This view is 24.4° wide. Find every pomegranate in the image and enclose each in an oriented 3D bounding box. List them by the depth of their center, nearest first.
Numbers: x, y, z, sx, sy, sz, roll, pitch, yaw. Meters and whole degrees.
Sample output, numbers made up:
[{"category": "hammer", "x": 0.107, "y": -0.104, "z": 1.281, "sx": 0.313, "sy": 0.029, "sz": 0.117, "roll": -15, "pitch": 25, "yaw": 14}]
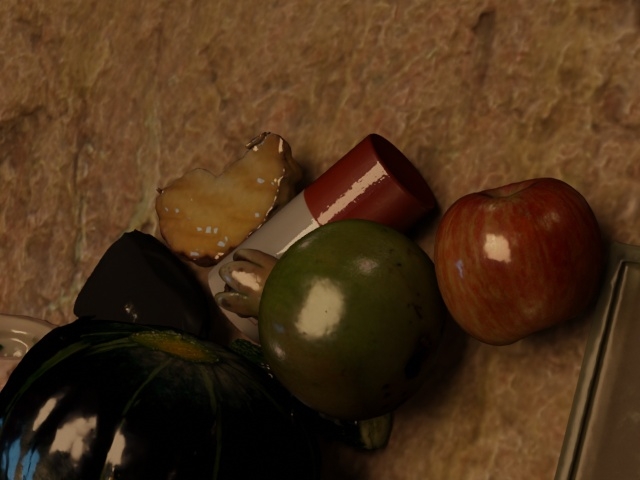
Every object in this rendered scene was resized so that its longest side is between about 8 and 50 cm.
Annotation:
[{"category": "pomegranate", "x": 0.008, "y": 0.057, "z": 1.296, "sx": 0.210, "sy": 0.179, "sz": 0.179, "roll": 31, "pitch": 94, "yaw": 4}]

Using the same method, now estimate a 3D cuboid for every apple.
[{"category": "apple", "x": 0.167, "y": 0.018, "z": 1.254, "sx": 0.146, "sy": 0.146, "sz": 0.131, "roll": -10, "pitch": 94, "yaw": 33}]

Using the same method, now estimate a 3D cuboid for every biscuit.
[{"category": "biscuit", "x": -0.090, "y": -0.028, "z": 1.513, "sx": 0.183, "sy": 0.061, "sz": 0.118, "roll": -19, "pitch": 65, "yaw": 32}]

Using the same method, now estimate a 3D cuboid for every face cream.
[{"category": "face cream", "x": 0.000, "y": 0.000, "z": 1.413, "sx": 0.214, "sy": 0.096, "sz": 0.096, "roll": -40, "pitch": 55, "yaw": 18}]

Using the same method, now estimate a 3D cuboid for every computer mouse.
[{"category": "computer mouse", "x": -0.173, "y": 0.080, "z": 1.526, "sx": 0.122, "sy": 0.073, "sz": 0.217, "roll": -52, "pitch": 46, "yaw": 7}]

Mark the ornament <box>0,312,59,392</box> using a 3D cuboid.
[{"category": "ornament", "x": -0.331, "y": 0.199, "z": 1.487, "sx": 0.259, "sy": 0.259, "sz": 0.225, "roll": 17, "pitch": 106, "yaw": 39}]

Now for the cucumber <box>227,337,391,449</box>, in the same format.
[{"category": "cucumber", "x": -0.015, "y": 0.148, "z": 1.401, "sx": 0.187, "sy": 0.058, "sz": 0.058, "roll": 21, "pitch": 87, "yaw": 37}]

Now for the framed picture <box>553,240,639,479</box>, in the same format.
[{"category": "framed picture", "x": 0.383, "y": 0.185, "z": 1.114, "sx": 0.446, "sy": 0.028, "sz": 0.326, "roll": 10, "pitch": 81, "yaw": 38}]

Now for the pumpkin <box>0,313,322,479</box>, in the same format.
[{"category": "pumpkin", "x": -0.151, "y": 0.214, "z": 1.302, "sx": 0.296, "sy": 0.296, "sz": 0.296, "roll": -13, "pitch": 67, "yaw": 32}]
